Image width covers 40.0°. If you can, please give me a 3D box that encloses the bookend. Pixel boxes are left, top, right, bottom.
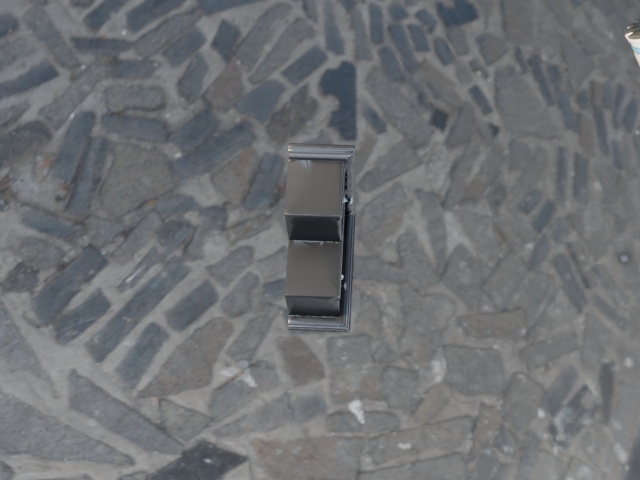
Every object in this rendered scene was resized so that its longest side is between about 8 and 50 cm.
[{"bbox_3d":[0.000,0.000,0.955,0.073,0.157,0.156,2,65,3],"label":"bookend"}]

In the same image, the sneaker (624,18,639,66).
[{"bbox_3d":[0.398,-0.219,0.963,0.191,0.071,0.082,-32,117,-31],"label":"sneaker"}]
